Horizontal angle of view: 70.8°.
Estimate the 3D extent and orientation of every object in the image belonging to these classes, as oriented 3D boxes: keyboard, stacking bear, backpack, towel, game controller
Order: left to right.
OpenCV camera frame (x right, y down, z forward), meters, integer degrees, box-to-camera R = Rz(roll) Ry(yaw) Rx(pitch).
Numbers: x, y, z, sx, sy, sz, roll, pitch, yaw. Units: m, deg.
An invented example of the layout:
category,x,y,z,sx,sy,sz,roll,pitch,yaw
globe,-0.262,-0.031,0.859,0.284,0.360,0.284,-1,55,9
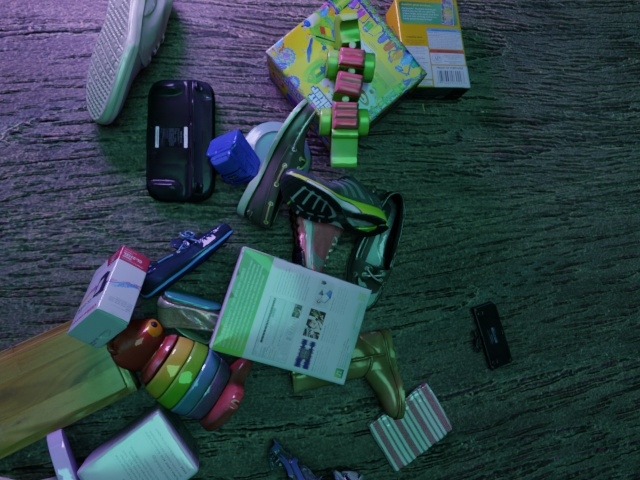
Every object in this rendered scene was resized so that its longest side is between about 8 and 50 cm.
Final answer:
category,x,y,z,sx,sy,sz,roll,pitch,yaw
stacking bear,-0.319,0.276,0.987,0.289,0.175,0.164,37,111,-13
game controller,-0.351,-0.254,1.134,0.166,0.067,0.320,-2,81,1
backpack,-0.213,-0.191,1.114,0.097,0.120,0.101,-11,50,25
towel,0.234,0.484,1.176,0.197,0.029,0.144,-30,89,-13
keyboard,0.470,0.271,1.267,0.108,0.023,0.180,-14,84,-22

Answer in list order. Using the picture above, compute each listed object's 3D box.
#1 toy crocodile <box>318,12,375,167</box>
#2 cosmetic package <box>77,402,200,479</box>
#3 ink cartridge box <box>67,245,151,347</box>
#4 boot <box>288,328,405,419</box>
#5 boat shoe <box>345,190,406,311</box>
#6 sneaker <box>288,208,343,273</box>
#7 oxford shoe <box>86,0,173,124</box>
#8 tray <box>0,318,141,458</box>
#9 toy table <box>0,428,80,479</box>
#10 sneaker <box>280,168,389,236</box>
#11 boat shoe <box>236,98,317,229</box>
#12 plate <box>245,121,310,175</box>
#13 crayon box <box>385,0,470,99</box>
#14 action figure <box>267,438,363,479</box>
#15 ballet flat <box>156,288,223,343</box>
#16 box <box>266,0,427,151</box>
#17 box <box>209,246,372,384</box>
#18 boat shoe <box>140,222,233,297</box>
category,x,y,z,sx,sy,sz,roll,pitch,yaw
toy crocodile,0.061,-0.335,1.024,0.115,0.105,0.341,5,91,-3
cosmetic package,-0.377,0.468,0.962,0.183,0.151,0.152,-35,91,-15
ink cartridge box,-0.444,0.117,0.954,0.072,0.127,0.175,38,32,-31
boot,0.059,0.343,1.123,0.269,0.089,0.236,-5,68,-15
boat shoe,0.146,0.023,1.186,0.112,0.095,0.336,18,78,-10
sneaker,0.000,0.000,1.145,0.136,0.116,0.314,-2,82,-16
oxford shoe,-0.454,-0.488,1.100,0.130,0.169,0.450,24,73,-55
tray,-0.629,0.325,0.963,0.410,0.076,0.203,-25,88,-17
toy table,-0.545,0.533,0.880,0.160,0.252,0.275,-21,92,-30
sneaker,0.034,-0.106,1.102,0.299,0.111,0.121,23,48,-29
boat shoe,-0.089,-0.179,1.097,0.096,0.116,0.325,32,104,1
plate,-0.116,-0.229,1.198,0.188,0.024,0.188,2,81,-12
crayon box,0.311,-0.582,1.325,0.202,0.083,0.323,-4,83,-14
action figure,-0.038,0.646,1.047,0.330,0.179,0.341,-35,64,-22
ballet flat,-0.233,0.202,1.077,0.315,0.107,0.106,16,98,-6
box,0.059,-0.426,1.163,0.279,0.177,0.290,-39,92,-3
box,-0.063,0.172,1.027,0.321,0.058,0.233,20,82,-16
boat shoe,-0.328,0.029,1.066,0.258,0.109,0.089,-37,88,-18
